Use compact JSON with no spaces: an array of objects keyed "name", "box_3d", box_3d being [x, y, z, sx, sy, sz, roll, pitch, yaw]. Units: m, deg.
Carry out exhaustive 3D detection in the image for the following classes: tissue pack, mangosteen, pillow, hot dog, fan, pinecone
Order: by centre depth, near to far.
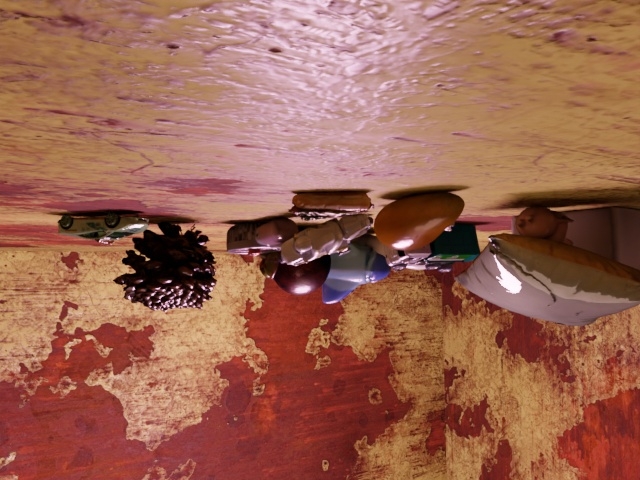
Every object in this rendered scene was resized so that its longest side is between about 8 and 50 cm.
[{"name":"hot dog","box_3d":[0.017,-0.051,1.003,0.133,0.041,0.056,-1,176,-1]},{"name":"pillow","box_3d":[0.427,0.079,1.232,0.312,0.119,0.310,16,167,3]},{"name":"tissue pack","box_3d":[0.547,0.010,1.385,0.159,0.136,0.246,1,177,-38]},{"name":"pinecone","box_3d":[-0.334,0.057,1.454,0.221,0.222,0.221,-1,177,0]},{"name":"fan","box_3d":[-0.126,-0.007,1.464,0.130,0.074,0.244,1,172,-27]},{"name":"mangosteen","box_3d":[-0.072,0.049,1.636,0.199,0.200,0.200,-1,177,0]}]

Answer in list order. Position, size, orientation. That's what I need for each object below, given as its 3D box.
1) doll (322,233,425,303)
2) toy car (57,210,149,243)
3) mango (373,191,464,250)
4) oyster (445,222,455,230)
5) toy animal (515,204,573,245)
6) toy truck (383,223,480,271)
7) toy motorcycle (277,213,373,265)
[{"name":"doll","box_3d":[0.078,0.069,1.829,0.365,0.187,0.376,-8,164,-45]},{"name":"toy car","box_3d":[-0.417,-0.023,1.255,0.186,0.058,0.093,-2,175,20]},{"name":"mango","box_3d":[0.153,-0.031,1.048,0.102,0.085,0.184,0,171,-26]},{"name":"oyster","box_3d":[0.174,-0.037,1.204,0.148,0.051,0.103,-9,166,-4]},{"name":"toy animal","box_3d":[0.414,-0.024,1.237,0.150,0.089,0.083,23,-173,-46]},{"name":"toy truck","box_3d":[0.282,0.012,1.624,0.253,0.114,0.124,1,163,-32]},{"name":"toy motorcycle","box_3d":[0.000,0.000,1.351,0.228,0.074,0.151,-22,172,16]}]
